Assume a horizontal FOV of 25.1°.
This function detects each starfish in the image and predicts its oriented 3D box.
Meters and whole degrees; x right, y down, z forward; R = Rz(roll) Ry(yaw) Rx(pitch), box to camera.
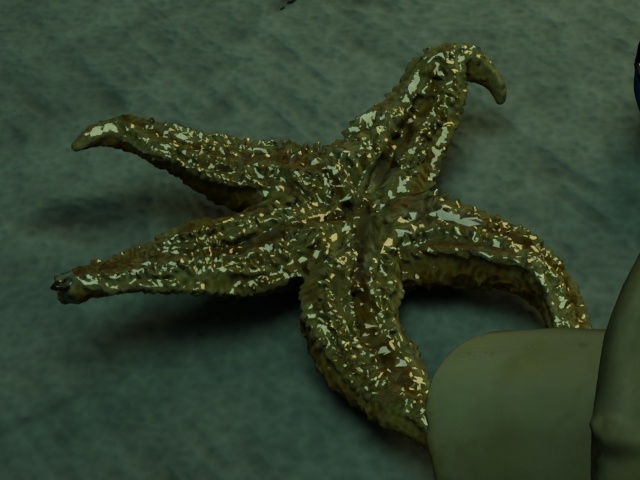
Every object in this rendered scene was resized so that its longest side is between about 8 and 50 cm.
[{"bbox_3d":[0.000,0.003,0.798,0.302,0.060,0.299,5,54,5],"label":"starfish"}]

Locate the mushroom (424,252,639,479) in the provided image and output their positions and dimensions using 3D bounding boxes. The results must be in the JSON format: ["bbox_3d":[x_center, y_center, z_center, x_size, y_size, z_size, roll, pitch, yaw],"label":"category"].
[{"bbox_3d":[0.184,0.108,0.579,0.290,0.292,0.292,-15,33,45],"label":"mushroom"}]

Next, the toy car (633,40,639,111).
[{"bbox_3d":[0.266,-0.124,0.878,0.103,0.063,0.216,21,47,25],"label":"toy car"}]
